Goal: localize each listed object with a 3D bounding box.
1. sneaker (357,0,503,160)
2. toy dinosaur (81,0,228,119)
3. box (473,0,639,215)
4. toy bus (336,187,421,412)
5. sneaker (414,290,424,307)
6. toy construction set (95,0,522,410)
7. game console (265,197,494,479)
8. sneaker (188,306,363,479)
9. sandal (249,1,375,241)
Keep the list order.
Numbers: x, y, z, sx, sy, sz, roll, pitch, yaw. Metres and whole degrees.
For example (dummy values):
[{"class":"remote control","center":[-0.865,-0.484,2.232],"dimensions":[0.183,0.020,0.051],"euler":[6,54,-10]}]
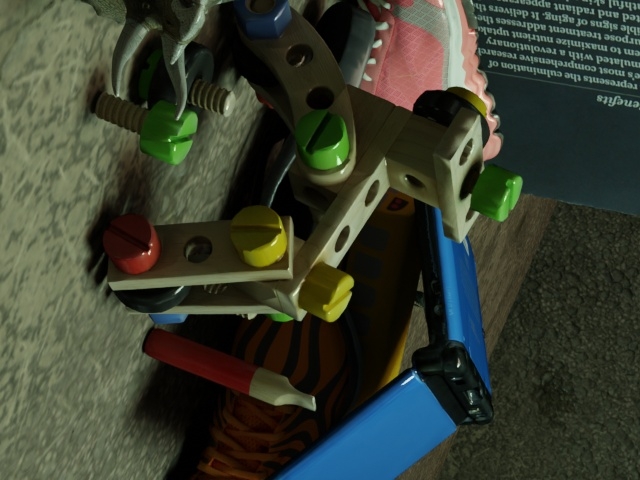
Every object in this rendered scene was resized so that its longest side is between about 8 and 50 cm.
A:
[{"class":"sneaker","center":[0.068,-0.167,1.390],"dimensions":[0.116,0.136,0.313],"euler":[-112,-179,-47]},{"class":"toy dinosaur","center":[-0.057,-0.196,0.925],"dimensions":[0.160,0.121,0.313],"euler":[-62,175,22]},{"class":"box","center":[0.324,-0.355,1.543],"dimensions":[0.480,0.297,0.471],"euler":[-60,153,-34]},{"class":"toy bus","center":[0.014,0.063,1.474],"dimensions":[0.108,0.130,0.332],"euler":[-54,159,-48]},{"class":"sneaker","center":[0.059,0.150,1.857],"dimensions":[0.151,0.094,0.255],"euler":[-58,164,-49]},{"class":"toy construction set","center":[0.000,0.000,1.102],"dimensions":[0.257,0.237,0.308],"euler":[-55,161,-47]},{"class":"game console","center":[0.048,0.098,1.340],"dimensions":[0.293,0.173,0.250],"euler":[56,28,-72]},{"class":"sneaker","center":[-0.060,0.191,1.388],"dimensions":[0.180,0.125,0.321],"euler":[-50,157,-56]},{"class":"sandal","center":[-0.021,-0.074,1.286],"dimensions":[0.097,0.055,0.254],"euler":[-7,-112,61]}]
